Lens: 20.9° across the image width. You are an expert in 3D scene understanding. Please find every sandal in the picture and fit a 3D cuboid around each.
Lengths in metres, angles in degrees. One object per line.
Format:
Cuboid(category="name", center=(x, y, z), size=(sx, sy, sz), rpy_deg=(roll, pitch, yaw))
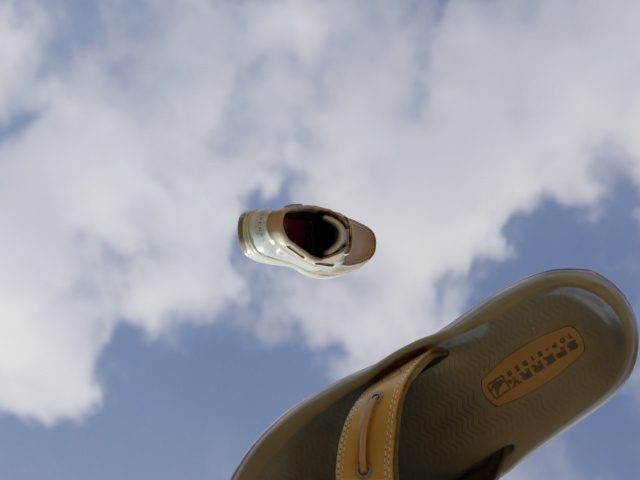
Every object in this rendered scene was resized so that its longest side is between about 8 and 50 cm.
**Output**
Cuboid(category="sandal", center=(0.037, 0.073, 0.602), size=(0.180, 0.049, 0.072), rpy_deg=(-35, -78, -2))

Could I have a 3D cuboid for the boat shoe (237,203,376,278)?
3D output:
Cuboid(category="boat shoe", center=(0.000, 0.000, 1.266), size=(0.045, 0.135, 0.050), rpy_deg=(-12, -100, 41))
